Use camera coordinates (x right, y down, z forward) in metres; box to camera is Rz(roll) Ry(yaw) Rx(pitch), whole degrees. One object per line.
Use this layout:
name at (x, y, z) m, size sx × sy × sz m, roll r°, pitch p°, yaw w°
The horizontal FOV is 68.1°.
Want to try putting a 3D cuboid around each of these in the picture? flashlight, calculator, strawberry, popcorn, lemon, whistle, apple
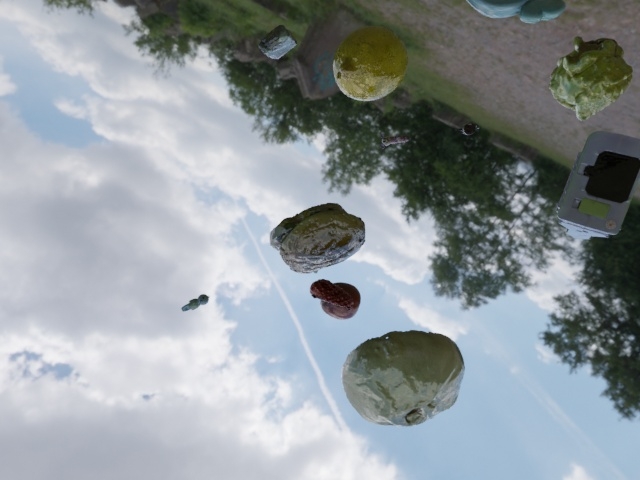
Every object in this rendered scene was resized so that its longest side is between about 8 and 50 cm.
flashlight at (0.258, -0.353, 1.658) m, size 0.110 × 0.052 × 0.031 m, roll 1°, pitch 179°, yaw 35°
calculator at (0.351, -0.512, 0.907) m, size 0.042 × 0.184 × 0.295 m, roll 72°, pitch 175°, yaw -65°
strawberry at (0.048, 0.199, 1.812) m, size 0.188 × 0.082 × 0.121 m, roll 19°, pitch -175°, yaw 25°
popcorn at (0.856, -0.517, 1.514) m, size 0.195 × 0.254 × 0.256 m, roll -6°, pitch -157°, yaw -12°
lemon at (0.117, -0.424, 1.142) m, size 0.206 × 0.173 × 0.173 m, roll -27°, pitch -126°, yaw -34°
whistle at (-0.380, 0.191, 1.443) m, size 0.035 × 0.100 × 0.035 m, roll 60°, pitch -170°, yaw -19°
apple at (0.097, 0.283, 2.239) m, size 0.168 × 0.181 × 0.181 m, roll 29°, pitch -162°, yaw -21°

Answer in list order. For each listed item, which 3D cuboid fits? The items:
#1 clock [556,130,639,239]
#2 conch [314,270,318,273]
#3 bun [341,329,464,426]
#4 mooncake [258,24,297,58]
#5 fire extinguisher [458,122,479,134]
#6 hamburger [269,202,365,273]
clock at (0.736, -0.122, 1.254) m, size 0.166 × 0.235 × 0.309 m, roll 22°, pitch -178°, yaw 24°
conch at (-0.009, 0.045, 1.701) m, size 0.234 × 0.137 × 0.114 m, roll -9°, pitch -167°, yaw 45°
bun at (0.247, 0.422, 1.368) m, size 0.364 × 0.364 × 0.202 m, roll 18°, pitch -142°, yaw -28°
mooncake at (-0.160, -0.742, 1.774) m, size 0.073 × 0.125 × 0.130 m, roll 62°, pitch -164°, yaw 3°
fire extinguisher at (0.573, -0.427, 1.814) m, size 0.078 × 0.045 × 0.157 m, roll 0°, pitch -168°, yaw 12°
hamburger at (-0.001, 0.001, 1.436) m, size 0.265 × 0.285 × 0.134 m, roll 65°, pitch -179°, yaw -70°
